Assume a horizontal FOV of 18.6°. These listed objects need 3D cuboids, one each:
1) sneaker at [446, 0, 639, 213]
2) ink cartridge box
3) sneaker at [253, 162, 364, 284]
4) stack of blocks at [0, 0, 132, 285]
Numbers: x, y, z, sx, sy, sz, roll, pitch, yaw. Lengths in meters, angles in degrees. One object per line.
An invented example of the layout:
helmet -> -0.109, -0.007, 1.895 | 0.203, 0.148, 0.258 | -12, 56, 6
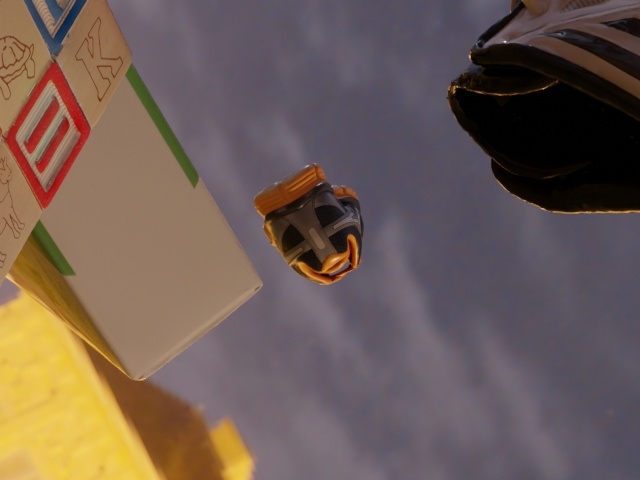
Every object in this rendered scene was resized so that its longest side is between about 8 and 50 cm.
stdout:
sneaker -> 0.159, -0.177, 1.089 | 0.447, 0.257, 0.169 | -121, -168, -48
ink cartridge box -> -0.186, -0.047, 1.375 | 0.278, 0.117, 0.201 | 28, -28, 58
sneaker -> 0.000, 0.000, 1.646 | 0.083, 0.084, 0.215 | 58, 7, 13
stack of blocks -> -0.188, -0.021, 0.679 | 0.087, 0.297, 0.171 | 7, -37, 25
